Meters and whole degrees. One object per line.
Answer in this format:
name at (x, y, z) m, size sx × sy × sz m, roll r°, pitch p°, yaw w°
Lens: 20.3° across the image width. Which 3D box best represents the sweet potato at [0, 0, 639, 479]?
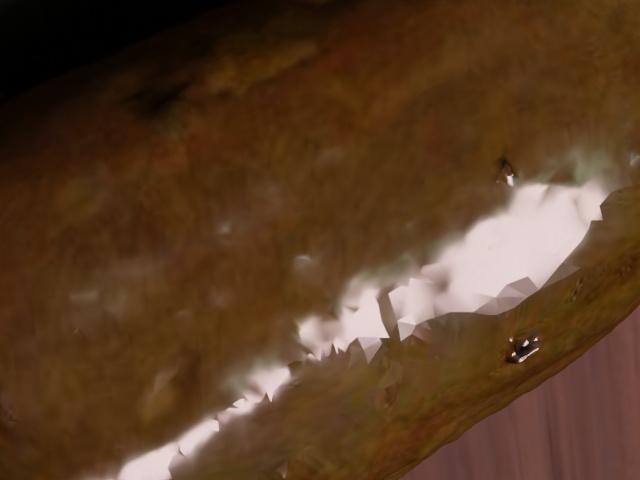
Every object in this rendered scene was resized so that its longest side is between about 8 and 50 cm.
sweet potato at (-0.007, 0.003, 0.485) m, size 0.369 × 0.158 × 0.158 m, roll -32°, pitch 129°, yaw -16°
